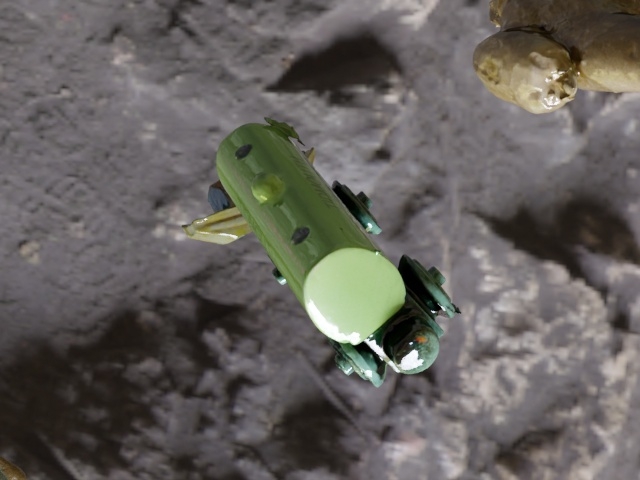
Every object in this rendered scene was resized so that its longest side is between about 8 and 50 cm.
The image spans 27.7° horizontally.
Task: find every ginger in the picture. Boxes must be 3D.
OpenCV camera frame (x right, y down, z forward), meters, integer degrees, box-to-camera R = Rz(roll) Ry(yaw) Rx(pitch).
[{"bbox_3d":[0.179,-0.121,0.740,0.133,0.214,0.059,-56,138,-46],"label":"ginger"}]

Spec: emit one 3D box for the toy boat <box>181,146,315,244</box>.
[{"bbox_3d":[-0.072,-0.048,1.401,0.172,0.065,0.066,-31,97,-26],"label":"toy boat"}]

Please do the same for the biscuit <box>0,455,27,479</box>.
[{"bbox_3d":[-0.388,0.253,1.419,0.147,0.018,0.071,35,86,-13],"label":"biscuit"}]

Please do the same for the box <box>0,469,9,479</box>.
[{"bbox_3d":[-0.349,0.251,0.938,0.175,0.182,0.312,46,12,-9],"label":"box"}]

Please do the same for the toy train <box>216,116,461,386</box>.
[{"bbox_3d":[0.000,0.000,0.980,0.105,0.253,0.157,-41,126,3],"label":"toy train"}]
